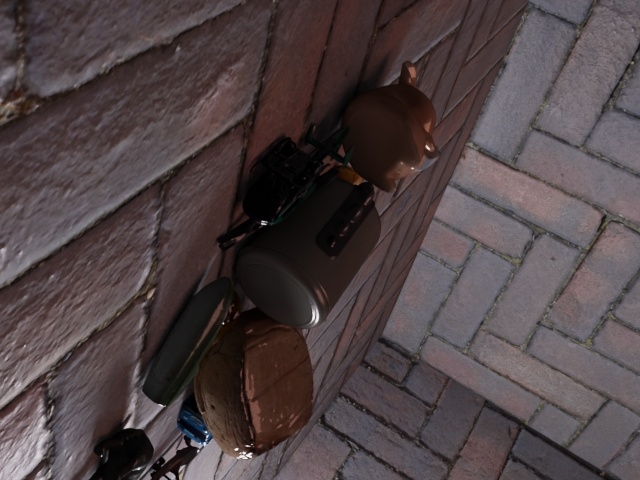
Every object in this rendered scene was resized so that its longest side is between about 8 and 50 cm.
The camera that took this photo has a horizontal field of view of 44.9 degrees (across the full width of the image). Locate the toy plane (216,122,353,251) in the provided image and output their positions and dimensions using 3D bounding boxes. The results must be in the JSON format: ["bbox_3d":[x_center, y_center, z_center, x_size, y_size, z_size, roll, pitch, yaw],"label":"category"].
[{"bbox_3d":[-0.042,-0.119,1.438,0.381,0.106,0.155,-49,169,-39],"label":"toy plane"}]

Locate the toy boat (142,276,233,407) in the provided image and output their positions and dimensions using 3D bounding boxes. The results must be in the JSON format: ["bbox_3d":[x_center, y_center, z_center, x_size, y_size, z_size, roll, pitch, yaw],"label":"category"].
[{"bbox_3d":[-0.231,0.180,1.408,0.260,0.078,0.085,-60,149,4],"label":"toy boat"}]

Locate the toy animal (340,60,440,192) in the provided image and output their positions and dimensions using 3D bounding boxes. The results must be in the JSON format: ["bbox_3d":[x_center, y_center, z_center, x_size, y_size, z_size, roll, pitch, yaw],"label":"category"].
[{"bbox_3d":[0.160,-0.237,1.644,0.195,0.213,0.256,-50,170,31],"label":"toy animal"}]

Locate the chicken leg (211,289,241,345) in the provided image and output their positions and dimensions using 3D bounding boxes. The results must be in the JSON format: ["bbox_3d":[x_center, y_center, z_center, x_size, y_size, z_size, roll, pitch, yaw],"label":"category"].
[{"bbox_3d":[-0.215,0.168,1.489,0.093,0.070,0.178,14,111,-53],"label":"chicken leg"}]

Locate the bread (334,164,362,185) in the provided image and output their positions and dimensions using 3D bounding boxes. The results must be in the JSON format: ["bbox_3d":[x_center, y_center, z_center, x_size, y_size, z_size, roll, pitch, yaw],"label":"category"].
[{"bbox_3d":[0.048,-0.122,1.786,0.106,0.072,0.053,-62,166,15],"label":"bread"}]

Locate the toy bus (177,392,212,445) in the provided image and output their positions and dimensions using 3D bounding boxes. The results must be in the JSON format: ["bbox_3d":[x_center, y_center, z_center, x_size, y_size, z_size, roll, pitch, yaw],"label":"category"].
[{"bbox_3d":[-0.241,0.378,1.765,0.185,0.090,0.106,-38,157,-58],"label":"toy bus"}]

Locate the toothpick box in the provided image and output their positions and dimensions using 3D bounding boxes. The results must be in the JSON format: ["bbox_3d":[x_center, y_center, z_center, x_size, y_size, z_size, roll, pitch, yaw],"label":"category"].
[{"bbox_3d":[0.000,0.000,1.571,0.316,0.229,0.229,-52,164,-33],"label":"toothpick box"}]

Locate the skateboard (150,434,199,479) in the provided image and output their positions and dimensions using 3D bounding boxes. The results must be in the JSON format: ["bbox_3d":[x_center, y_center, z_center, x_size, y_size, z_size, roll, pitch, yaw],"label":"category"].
[{"bbox_3d":[-0.328,0.520,1.768,0.151,0.080,0.067,-35,158,-54],"label":"skateboard"}]

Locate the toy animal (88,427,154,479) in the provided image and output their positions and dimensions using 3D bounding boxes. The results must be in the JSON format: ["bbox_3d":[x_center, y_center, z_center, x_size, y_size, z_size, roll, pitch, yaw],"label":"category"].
[{"bbox_3d":[-0.384,0.454,1.426,0.137,0.082,0.269,-32,148,-61],"label":"toy animal"}]

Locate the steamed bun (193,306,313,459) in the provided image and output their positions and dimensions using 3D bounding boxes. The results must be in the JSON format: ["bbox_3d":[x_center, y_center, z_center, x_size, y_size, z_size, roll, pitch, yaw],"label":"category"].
[{"bbox_3d":[-0.158,0.289,1.642,0.251,0.199,0.301,-18,106,-50],"label":"steamed bun"}]
